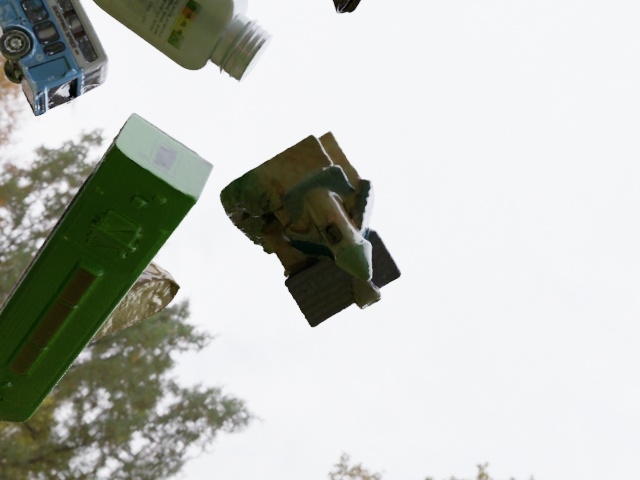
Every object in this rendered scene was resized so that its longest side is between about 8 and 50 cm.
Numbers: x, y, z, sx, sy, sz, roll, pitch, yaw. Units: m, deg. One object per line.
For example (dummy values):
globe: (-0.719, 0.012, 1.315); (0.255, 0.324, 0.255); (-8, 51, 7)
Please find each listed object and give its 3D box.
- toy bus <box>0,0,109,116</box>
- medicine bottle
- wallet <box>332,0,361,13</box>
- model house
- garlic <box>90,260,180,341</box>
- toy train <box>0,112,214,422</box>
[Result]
toy bus: (-0.405, -0.330, 1.154); (0.297, 0.131, 0.106); (63, -21, 4)
medicine bottle: (-0.246, -0.421, 1.518); (0.324, 0.124, 0.179); (35, -62, -3)
wallet: (0.008, -0.497, 1.191); (0.172, 0.045, 0.318); (133, -60, -65)
model house: (0.000, 0.000, 1.508); (0.245, 0.312, 0.280); (-30, -102, -2)
garlic: (-0.265, 0.061, 0.934); (0.101, 0.195, 0.087); (40, -42, 35)
toy train: (-0.128, 0.034, 0.403); (0.044, 0.042, 0.209); (34, -62, -15)
